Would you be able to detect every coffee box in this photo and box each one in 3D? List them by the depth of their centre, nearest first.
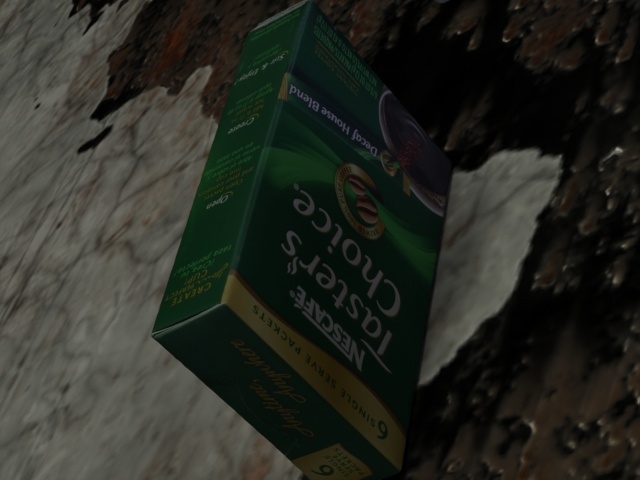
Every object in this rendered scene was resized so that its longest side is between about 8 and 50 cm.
[{"bbox_3d":[0.000,0.000,0.729,0.040,0.113,0.184,-24,34,32],"label":"coffee box"}]

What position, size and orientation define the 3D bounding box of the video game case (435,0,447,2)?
[{"bbox_3d":[0.166,-0.258,0.930,0.204,0.025,0.285,-19,38,43],"label":"video game case"}]
